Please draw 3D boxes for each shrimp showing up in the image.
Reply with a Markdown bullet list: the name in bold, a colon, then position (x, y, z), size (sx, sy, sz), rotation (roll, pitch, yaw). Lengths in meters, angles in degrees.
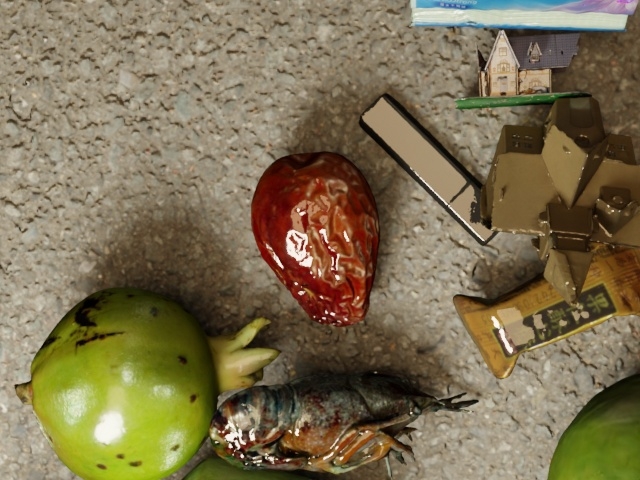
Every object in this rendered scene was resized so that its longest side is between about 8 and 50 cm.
- **shrimp**: position (0.029, 0.233, 1.126), size (0.372, 0.172, 0.137), rotation (7, 107, -24)

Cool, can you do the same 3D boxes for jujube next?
- **jujube**: position (0.000, 0.000, 1.110), size (0.168, 0.168, 0.236), rotation (-12, 109, 10)

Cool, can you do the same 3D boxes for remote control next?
- **remote control**: position (0.154, -0.096, 1.132), size (0.245, 0.025, 0.063), rotation (44, 97, 1)

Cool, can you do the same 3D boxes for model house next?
- **model house**: position (0.252, -0.217, 1.060), size (0.167, 0.117, 0.088), rotation (-1, 92, 12)
- **model house**: position (0.290, -0.032, 0.978), size (0.180, 0.248, 0.176), rotation (6, 136, 2)

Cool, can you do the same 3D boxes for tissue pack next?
- **tissue pack**: position (0.245, -0.365, 0.999), size (0.263, 0.146, 0.198), rotation (4, 70, 7)

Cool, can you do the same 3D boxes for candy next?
- **candy**: position (0.322, 0.080, 1.092), size (0.271, 0.101, 0.143), rotation (-25, 85, 4)

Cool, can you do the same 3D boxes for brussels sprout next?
- **brussels sprout**: position (0.428, 0.352, 1.017), size (0.275, 0.315, 0.371), rotation (-10, 101, 33)

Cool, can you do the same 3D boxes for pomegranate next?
- **pomegranate**: position (-0.222, 0.178, 1.118), size (0.340, 0.260, 0.261), rotation (-19, 93, -12)

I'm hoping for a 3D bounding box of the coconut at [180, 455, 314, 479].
- **coconut**: position (-0.113, 0.437, 1.094), size (0.328, 0.281, 0.329), rotation (3, 67, -8)
